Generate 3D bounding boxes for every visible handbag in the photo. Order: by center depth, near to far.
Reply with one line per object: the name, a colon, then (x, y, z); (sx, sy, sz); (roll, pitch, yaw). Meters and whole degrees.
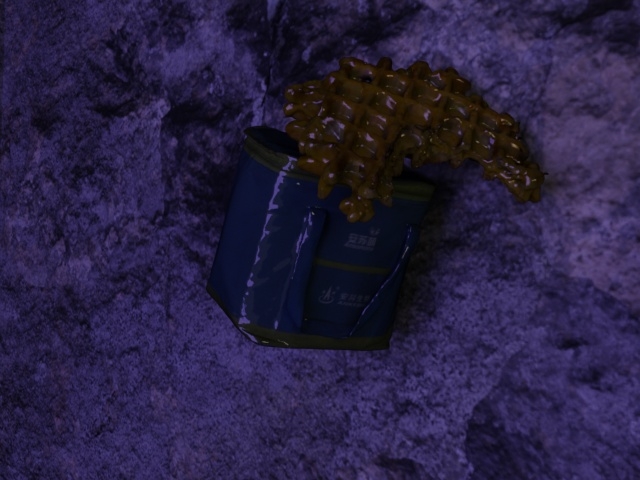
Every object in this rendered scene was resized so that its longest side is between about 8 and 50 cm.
handbag: (0.000, 0.000, 1.033); (0.222, 0.262, 0.241); (43, 123, 59)

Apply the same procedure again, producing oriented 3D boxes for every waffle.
waffle: (0.104, -0.134, 0.924); (0.069, 0.292, 0.260); (108, 146, -44)
